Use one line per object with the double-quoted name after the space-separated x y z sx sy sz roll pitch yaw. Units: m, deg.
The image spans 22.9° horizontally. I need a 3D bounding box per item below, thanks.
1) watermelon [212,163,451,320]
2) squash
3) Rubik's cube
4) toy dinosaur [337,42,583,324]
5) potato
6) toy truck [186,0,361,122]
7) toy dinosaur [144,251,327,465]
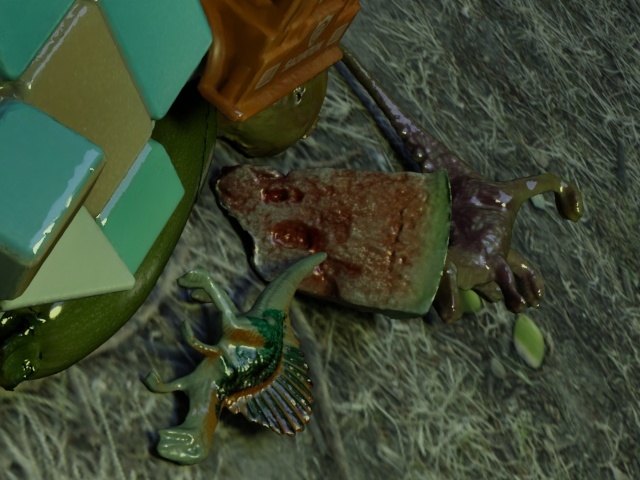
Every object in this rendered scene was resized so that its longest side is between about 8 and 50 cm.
0.021 -0.002 1.021 0.158 0.121 0.097 23 64 -35 "watermelon"
-0.121 -0.008 0.850 0.087 0.087 0.331 46 32 -14 "squash"
-0.188 -0.066 0.678 0.213 0.265 0.224 -60 148 -28 "Rubik's cube"
0.106 -0.037 1.207 0.200 0.072 0.251 16 57 -33 "toy dinosaur"
-0.046 -0.156 1.103 0.164 0.081 0.200 31 36 -33 "potato"
-0.125 -0.262 0.906 0.387 0.207 0.173 39 30 6 "toy truck"
-0.037 0.067 0.920 0.187 0.044 0.106 -9 67 -53 "toy dinosaur"
